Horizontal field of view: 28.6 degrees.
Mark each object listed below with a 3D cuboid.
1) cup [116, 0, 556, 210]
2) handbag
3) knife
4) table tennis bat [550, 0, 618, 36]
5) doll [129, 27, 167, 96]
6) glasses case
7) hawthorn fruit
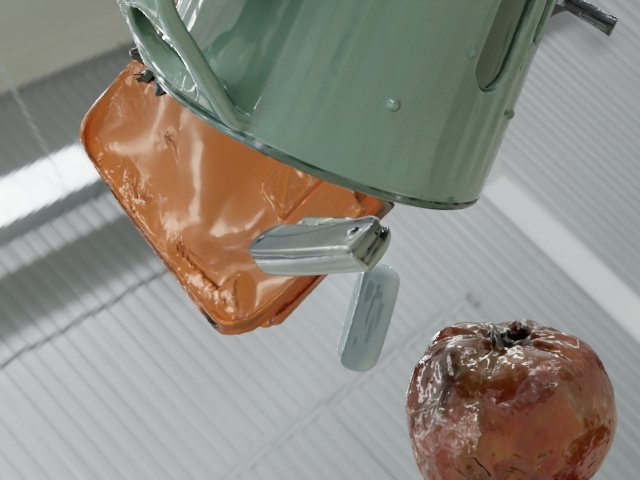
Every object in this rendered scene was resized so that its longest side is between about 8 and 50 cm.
[{"bbox_3d":[0.048,-0.238,1.017,0.392,0.310,0.401,-67,-10,18],"label":"cup"},{"bbox_3d":[-0.124,-0.100,1.690,0.303,0.410,0.116,-48,-21,24],"label":"handbag"},{"bbox_3d":[-0.002,0.002,1.284,0.073,0.040,0.265,-48,17,-16],"label":"knife"},{"bbox_3d":[0.356,-0.390,1.956,0.027,0.236,0.150,-53,-9,-34],"label":"table tennis bat"},{"bbox_3d":[-0.120,-0.235,1.469,0.219,0.067,0.091,-20,-31,10],"label":"doll"},{"bbox_3d":[0.076,0.123,2.005,0.045,0.067,0.178,-144,68,-68],"label":"glasses case"},{"bbox_3d":[0.206,0.225,1.403,0.242,0.242,0.271,-24,-60,-53],"label":"hawthorn fruit"}]
